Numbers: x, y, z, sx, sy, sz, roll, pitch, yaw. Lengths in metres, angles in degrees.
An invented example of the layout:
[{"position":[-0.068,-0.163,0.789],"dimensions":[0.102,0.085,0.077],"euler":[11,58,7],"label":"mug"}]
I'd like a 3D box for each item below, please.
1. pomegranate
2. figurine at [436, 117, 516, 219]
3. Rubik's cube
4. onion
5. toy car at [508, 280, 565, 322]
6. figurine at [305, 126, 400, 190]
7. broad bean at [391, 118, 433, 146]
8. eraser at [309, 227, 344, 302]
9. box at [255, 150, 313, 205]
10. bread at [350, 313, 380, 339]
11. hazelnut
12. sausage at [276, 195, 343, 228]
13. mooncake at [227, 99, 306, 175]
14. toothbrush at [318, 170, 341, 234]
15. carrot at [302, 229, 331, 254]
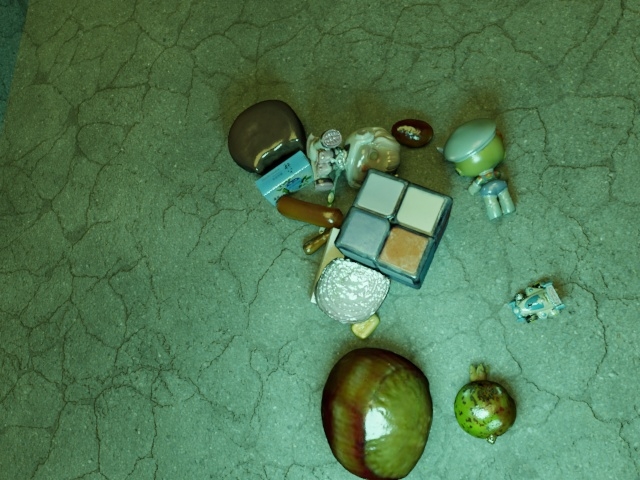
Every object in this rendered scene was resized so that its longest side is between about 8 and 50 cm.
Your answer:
[{"position":[0.554,0.539,1.572],"dimensions":[0.198,0.198,0.246],"euler":[21,43,18],"label":"pomegranate"},{"position":[0.621,-0.275,1.737],"dimensions":[0.224,0.205,0.382],"euler":[-35,79,11],"label":"figurine"},{"position":[0.270,-0.030,1.702],"dimensions":[0.313,0.318,0.316],"euler":[23,84,17],"label":"Rubik's cube"},{"position":[0.109,0.179,1.753],"dimensions":[0.250,0.111,0.247],"euler":[25,110,-4],"label":"onion"},{"position":[0.745,0.213,1.631],"dimensions":[0.161,0.098,0.126],"euler":[-22,70,7],"label":"toy car"},{"position":[0.136,-0.334,1.818],"dimensions":[0.361,0.253,0.211],"euler":[-1,53,-13],"label":"figurine"},{"position":[0.370,-0.436,1.901],"dimensions":[0.165,0.084,0.114],"euler":[22,99,12],"label":"broad bean"},{"position":[0.038,0.104,1.835],"dimensions":[0.076,0.078,0.298],"euler":[17,84,-5],"label":"eraser"},{"position":[-0.137,-0.253,1.954],"dimensions":[0.232,0.142,0.083],"euler":[-35,71,4],"label":"box"},{"position":[0.170,0.318,1.779],"dimensions":[0.082,0.056,0.115],"euler":[36,83,16],"label":"bread"},{"position":[0.170,0.567,1.573],"dimensions":[0.421,0.353,0.421],"euler":[0,90,37],"label":"hazelnut"},{"position":[-0.049,-0.115,1.916],"dimensions":[0.300,0.083,0.089],"euler":[15,82,26],"label":"sausage"},{"position":[-0.213,-0.429,2.002],"dimensions":[0.334,0.174,0.326],"euler":[28,88,16],"label":"mooncake"},{"position":[0.041,-0.168,1.946],"dimensions":[0.030,0.030,0.304],"euler":[14,82,18],"label":"toothbrush"},{"position":[0.000,0.000,1.904],"dimensions":[0.161,0.055,0.055],"euler":[-36,70,-2],"label":"carrot"}]
